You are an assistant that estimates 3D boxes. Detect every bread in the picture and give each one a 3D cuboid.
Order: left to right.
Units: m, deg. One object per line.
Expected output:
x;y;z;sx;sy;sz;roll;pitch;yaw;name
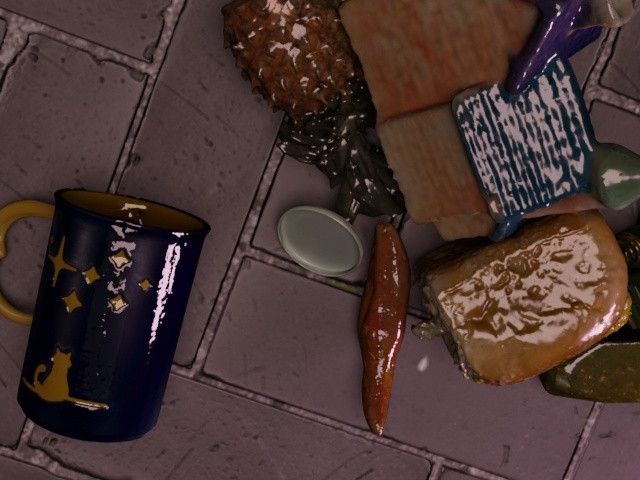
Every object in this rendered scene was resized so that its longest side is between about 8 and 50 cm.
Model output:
0.226;0.072;1.324;0.246;0.195;0.176;-23;93;1;bread

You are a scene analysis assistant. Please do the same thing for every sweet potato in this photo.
0.075;0.102;1.373;0.058;0.078;0.255;4;96;-6;sweet potato

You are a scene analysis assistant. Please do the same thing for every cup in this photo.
-0.267;0.072;1.322;0.178;0.255;0.256;6;103;-44;cup

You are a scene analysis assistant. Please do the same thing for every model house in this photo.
0.220;-0.176;1.199;0.245;0.280;0.312;-33;105;-43;model house

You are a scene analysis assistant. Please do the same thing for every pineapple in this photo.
0.014;-0.160;1.304;0.170;0.141;0.310;-39;114;-23;pineapple

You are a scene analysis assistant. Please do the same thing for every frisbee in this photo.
0.000;0.000;1.349;0.110;0.110;0.014;39;50;-10;frisbee

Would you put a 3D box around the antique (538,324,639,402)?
0.382;0.152;1.408;0.221;0.080;0.081;-1;100;-5;antique

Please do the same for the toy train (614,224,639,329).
0.439;0.029;1.330;0.090;0.225;0.137;-33;102;-31;toy train
